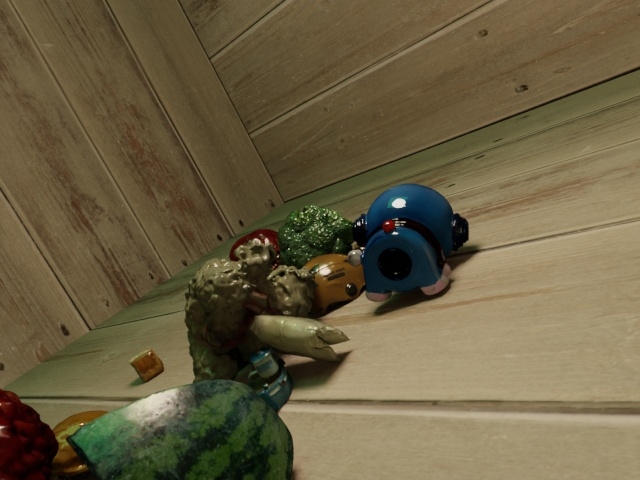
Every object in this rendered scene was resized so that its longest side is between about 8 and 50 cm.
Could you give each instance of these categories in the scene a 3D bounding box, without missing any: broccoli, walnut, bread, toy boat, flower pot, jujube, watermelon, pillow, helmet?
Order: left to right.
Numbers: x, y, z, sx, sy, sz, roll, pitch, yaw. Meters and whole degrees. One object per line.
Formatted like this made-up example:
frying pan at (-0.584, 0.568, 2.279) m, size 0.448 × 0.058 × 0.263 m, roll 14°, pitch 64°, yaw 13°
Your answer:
walnut at (-0.513, 0.429, 1.259) m, size 0.211 × 0.087 × 0.167 m, roll -7°, pitch 18°, yaw -20°
bread at (-0.526, 0.377, 1.723) m, size 0.070 × 0.083 × 0.076 m, roll -39°, pitch 16°, yaw -33°
watermelon at (-0.207, 0.321, 0.839) m, size 0.292 × 0.250 × 0.283 m, roll -16°, pitch 11°, yaw 34°
flower pot at (-0.238, 0.283, 1.455) m, size 0.111 × 0.089 × 0.111 m, roll -26°, pitch 12°, yaw 6°
toy boat at (-0.119, 0.279, 1.179) m, size 0.088 × 0.102 × 0.215 m, roll -30°, pitch 12°, yaw 0°
jujube at (-0.177, 0.078, 1.866) m, size 0.213 × 0.232 × 0.213 m, roll -27°, pitch 13°, yaw 7°
pillow at (-0.050, 0.199, 1.193) m, size 0.181 × 0.134 × 0.078 m, roll 2°, pitch 67°, yaw 32°
broccoli at (0.000, 0.000, 1.746) m, size 0.270 × 0.270 × 0.270 m, roll -21°, pitch 24°, yaw 31°
helmet at (0.021, 0.103, 1.566) m, size 0.224 × 0.130 × 0.198 m, roll -29°, pitch 14°, yaw -14°

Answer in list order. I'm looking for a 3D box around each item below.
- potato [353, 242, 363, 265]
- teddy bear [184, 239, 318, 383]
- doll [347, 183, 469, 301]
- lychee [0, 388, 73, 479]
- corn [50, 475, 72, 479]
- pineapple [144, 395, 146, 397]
potato at (0.202, -0.003, 1.675) m, size 0.251 × 0.113 × 0.149 m, roll -40°, pitch 22°, yaw -16°
teddy bear at (-0.141, 0.156, 1.342) m, size 0.367 × 0.357 × 0.224 m, roll -11°, pitch 36°, yaw -34°
doll at (0.210, -0.006, 1.381) m, size 0.284 × 0.240 × 0.310 m, roll 3°, pitch 23°, yaw 19°
lychee at (-0.622, 0.431, 0.922) m, size 0.500 × 0.425 × 0.424 m, roll 17°, pitch -14°, yaw -30°
corn at (-0.602, 0.523, 1.248) m, size 0.086 × 0.086 × 0.253 m, roll -24°, pitch 14°, yaw 18°
pineapple at (-0.370, 0.400, 1.255) m, size 0.103 × 0.083 × 0.221 m, roll -15°, pitch 5°, yaw -26°
